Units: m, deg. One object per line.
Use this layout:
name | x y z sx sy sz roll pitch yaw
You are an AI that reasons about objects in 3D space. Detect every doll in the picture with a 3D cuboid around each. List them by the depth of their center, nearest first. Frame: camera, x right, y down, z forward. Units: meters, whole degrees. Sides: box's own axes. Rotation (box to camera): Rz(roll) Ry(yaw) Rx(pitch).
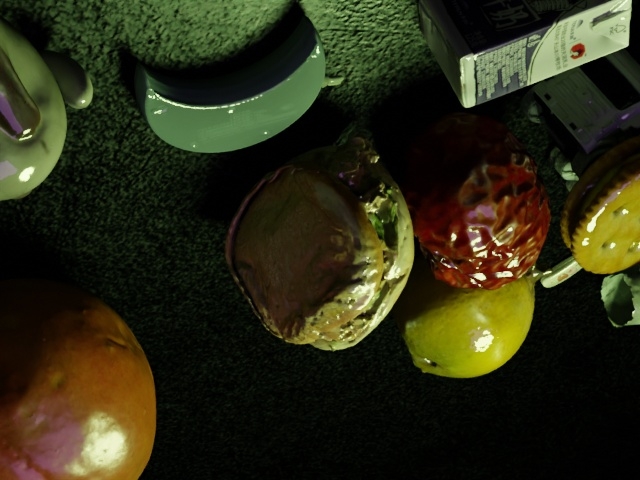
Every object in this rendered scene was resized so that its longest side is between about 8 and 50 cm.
doll | -0.387 -0.169 1.392 0.215 0.226 0.370 4 158 22

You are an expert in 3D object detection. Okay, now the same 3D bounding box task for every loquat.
loquat | 0.228 0.089 2.125 0.246 0.213 0.213 -29 146 12

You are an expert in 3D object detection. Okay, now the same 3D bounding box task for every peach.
peach | -0.383 0.211 1.813 0.343 0.342 0.302 -30 163 9

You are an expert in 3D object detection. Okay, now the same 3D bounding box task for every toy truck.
toy truck | 0.416 -0.124 1.990 0.178 0.176 0.363 -39 145 6

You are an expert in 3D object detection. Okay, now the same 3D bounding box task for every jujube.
jujube | 0.203 -0.051 1.908 0.213 0.213 0.232 -28 145 6

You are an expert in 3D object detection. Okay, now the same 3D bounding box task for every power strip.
power strip | -0.092 -0.179 1.696 0.253 0.054 0.167 -16 148 -12

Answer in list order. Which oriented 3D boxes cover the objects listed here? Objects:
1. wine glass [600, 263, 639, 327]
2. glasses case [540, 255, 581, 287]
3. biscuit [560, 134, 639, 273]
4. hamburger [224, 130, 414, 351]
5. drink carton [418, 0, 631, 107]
wine glass | 0.574 0.078 2.395 0.204 0.111 0.111 -11 144 -22
glasses case | 0.394 0.048 2.325 0.083 0.021 0.032 -35 143 16
biscuit | 0.413 -0.048 1.875 0.220 0.066 0.220 -20 141 -18
hamburger | 0.000 0.000 1.839 0.146 0.243 0.286 -6 105 -54
drink carton | 0.243 -0.268 1.706 0.222 0.134 0.102 -21 145 -6
